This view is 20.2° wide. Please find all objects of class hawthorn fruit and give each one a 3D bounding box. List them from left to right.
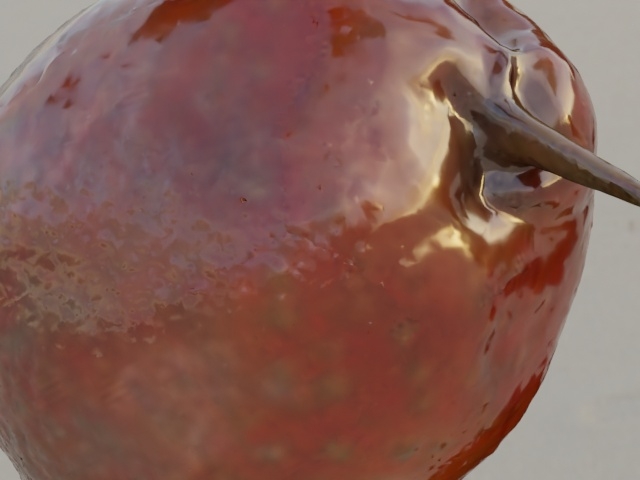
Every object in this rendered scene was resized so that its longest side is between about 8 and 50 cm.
[{"bbox_3d":[0.000,0.000,0.591,0.262,0.210,0.210,-23,8,37],"label":"hawthorn fruit"}]
